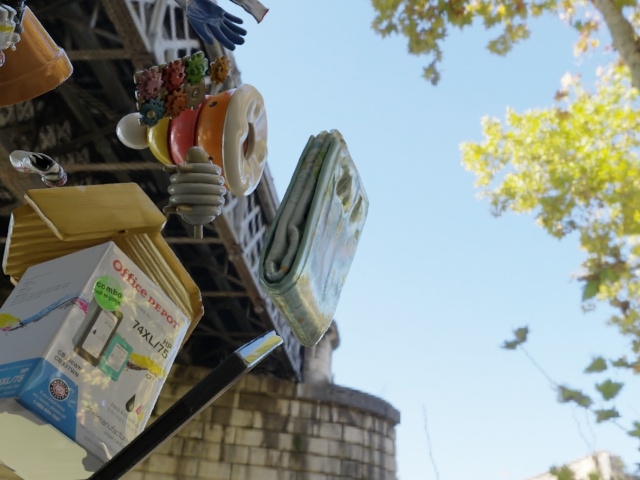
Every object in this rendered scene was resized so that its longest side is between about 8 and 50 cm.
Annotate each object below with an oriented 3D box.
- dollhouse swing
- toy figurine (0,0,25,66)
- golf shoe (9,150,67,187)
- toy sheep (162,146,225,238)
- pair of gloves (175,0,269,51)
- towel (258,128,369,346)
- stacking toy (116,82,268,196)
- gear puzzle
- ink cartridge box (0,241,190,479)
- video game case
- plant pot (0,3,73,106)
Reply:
[{"bbox_3d":[-0.469,0.104,1.462,0.315,0.305,0.347,-8,-28,-35],"label":"dollhouse swing"},{"bbox_3d":[-0.734,-0.458,1.428,0.209,0.213,0.148,16,-63,-26],"label":"toy figurine"},{"bbox_3d":[-0.770,-0.214,1.857,0.186,0.067,0.086,22,-35,19],"label":"golf shoe"},{"bbox_3d":[-0.179,-0.068,0.984,0.091,0.132,0.091,3,3,0],"label":"toy sheep"},{"bbox_3d":[-0.175,-0.431,1.223,0.159,0.198,0.023,41,-36,-14],"label":"pair of gloves"},{"bbox_3d":[0.000,0.000,1.436,0.090,0.374,0.320,11,-26,22],"label":"towel"},{"bbox_3d":[-0.426,-0.328,2.165,0.479,0.351,0.351,6,-29,11],"label":"stacking toy"},{"bbox_3d":[-0.370,-0.432,1.931,0.044,0.339,0.175,31,-46,29],"label":"gear puzzle"},{"bbox_3d":[-0.359,0.177,0.992,0.197,0.270,0.198,-16,-51,30],"label":"ink cartridge box"},{"bbox_3d":[-0.167,0.206,0.780,0.274,0.026,0.196,-42,-5,5],"label":"video game case"},{"bbox_3d":[-0.873,-0.525,1.913,0.290,0.291,0.203,-4,-52,14],"label":"plant pot"}]
